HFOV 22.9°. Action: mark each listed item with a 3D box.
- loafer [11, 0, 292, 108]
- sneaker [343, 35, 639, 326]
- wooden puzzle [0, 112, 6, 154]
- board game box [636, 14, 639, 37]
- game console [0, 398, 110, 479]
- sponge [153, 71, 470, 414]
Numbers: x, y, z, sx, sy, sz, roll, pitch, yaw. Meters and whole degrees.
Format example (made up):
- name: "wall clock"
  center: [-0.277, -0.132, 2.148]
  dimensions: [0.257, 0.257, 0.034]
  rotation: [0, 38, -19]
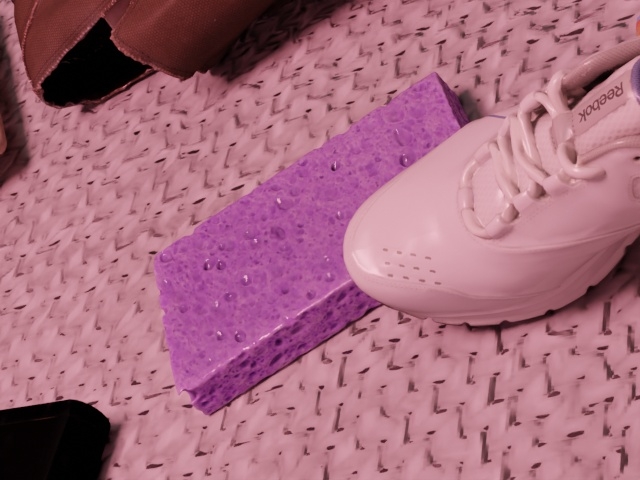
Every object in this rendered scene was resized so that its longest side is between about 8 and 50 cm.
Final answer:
- name: "loafer"
  center: [-0.073, -0.169, 1.060]
  dimensions: [0.366, 0.134, 0.130]
  rotation: [-15, 70, 44]
- name: "sneaker"
  center: [0.129, -0.045, 0.737]
  dimensions: [0.297, 0.129, 0.111]
  rotation: [-24, 67, 27]
- name: "wooden puzzle"
  center: [-0.337, -0.062, 1.247]
  dimensions: [0.221, 0.044, 0.238]
  rotation: [-36, 35, 11]
- name: "board game box"
  center: [0.238, -0.146, 0.822]
  dimensions: [0.168, 0.033, 0.133]
  rotation: [-48, 39, -3]
- name: "game console"
  center: [-0.114, 0.175, 0.839]
  dimensions: [0.361, 0.044, 0.213]
  rotation: [-12, 49, 33]
- name: "sponge"
  center: [0.000, 0.000, 0.902]
  dimensions: [0.210, 0.031, 0.117]
  rotation: [-33, 41, 14]
